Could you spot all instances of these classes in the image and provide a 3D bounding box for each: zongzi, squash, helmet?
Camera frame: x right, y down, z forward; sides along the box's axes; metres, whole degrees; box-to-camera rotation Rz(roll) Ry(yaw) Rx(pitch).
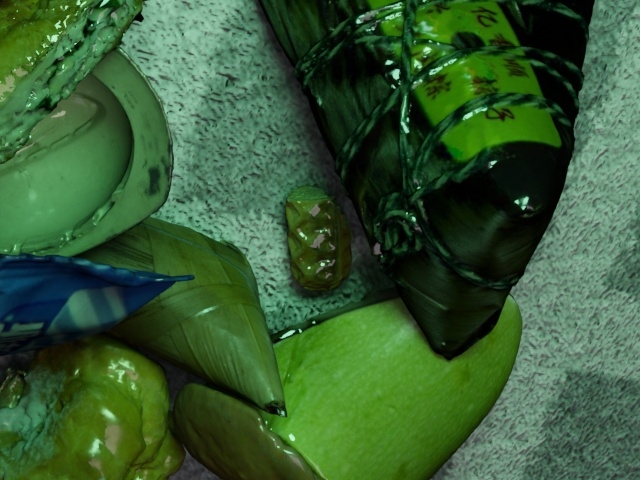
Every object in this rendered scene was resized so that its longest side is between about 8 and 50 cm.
[{"bbox_3d":[0.161,-0.139,1.272,0.362,0.383,0.319,-19,163,-18],"label":"zongzi"},{"bbox_3d":[0.058,0.143,1.416,0.309,0.210,0.233,-47,149,-27],"label":"squash"},{"bbox_3d":[-0.151,0.066,1.250,0.228,0.256,0.115,17,115,-24],"label":"zongzi"},{"bbox_3d":[-0.242,-0.093,1.202,0.258,0.137,0.204,-11,109,9],"label":"helmet"}]

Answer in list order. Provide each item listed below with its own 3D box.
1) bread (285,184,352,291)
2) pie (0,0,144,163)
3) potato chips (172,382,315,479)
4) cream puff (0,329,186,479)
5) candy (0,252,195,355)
[{"bbox_3d":[0.000,0.000,1.379,0.066,0.060,0.110,-27,122,-38],"label":"bread"},{"bbox_3d":[-0.294,-0.212,1.086,0.354,0.288,0.103,-47,163,-6],"label":"pie"},{"bbox_3d":[-0.073,0.195,1.252,0.049,0.202,0.150,-50,127,-21],"label":"potato chips"},{"bbox_3d":[-0.219,0.196,1.335,0.195,0.194,0.221,36,103,-28],"label":"cream puff"},{"bbox_3d":[-0.273,0.062,1.181,0.187,0.331,0.077,5,74,-44],"label":"candy"}]
